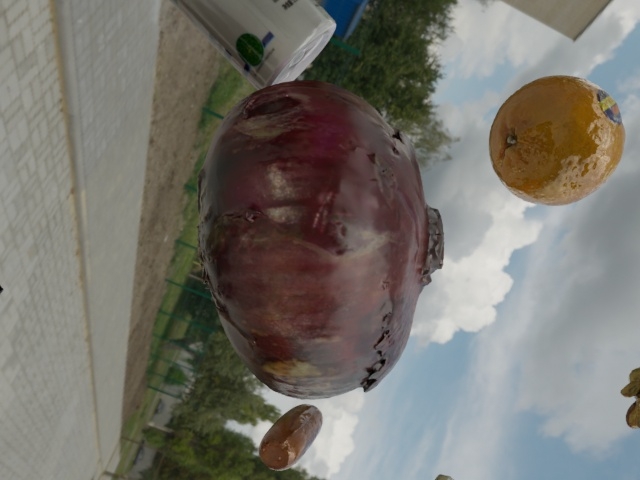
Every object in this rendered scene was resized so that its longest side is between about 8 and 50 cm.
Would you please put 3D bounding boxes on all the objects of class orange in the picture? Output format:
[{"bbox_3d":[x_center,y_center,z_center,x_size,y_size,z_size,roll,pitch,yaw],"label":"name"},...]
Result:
[{"bbox_3d":[0.396,-0.167,0.907,0.193,0.219,0.219,-32,167,-33],"label":"orange"}]

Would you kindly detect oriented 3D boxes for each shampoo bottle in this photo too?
[{"bbox_3d":[-0.123,-0.260,0.447,0.092,0.303,0.092,-45,-174,6],"label":"shampoo bottle"}]

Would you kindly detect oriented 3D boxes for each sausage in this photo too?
[{"bbox_3d":[-0.046,0.339,0.936,0.076,0.076,0.197,-65,165,6],"label":"sausage"}]

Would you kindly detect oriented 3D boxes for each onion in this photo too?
[{"bbox_3d":[0.000,0.000,0.420,0.246,0.190,0.246,-3,90,-83],"label":"onion"}]

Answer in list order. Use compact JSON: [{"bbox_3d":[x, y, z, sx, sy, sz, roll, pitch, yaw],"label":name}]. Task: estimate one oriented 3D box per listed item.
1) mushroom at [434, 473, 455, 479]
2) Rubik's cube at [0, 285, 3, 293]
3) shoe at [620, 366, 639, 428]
[{"bbox_3d":[0.187,0.482,0.902,0.054,0.059,0.201,30,-73,58],"label":"mushroom"},{"bbox_3d":[-0.400,0.062,0.404,0.167,0.180,0.183,-35,-166,33],"label":"Rubik's cube"},{"bbox_3d":[0.516,0.248,0.842,0.069,0.072,0.108,129,-32,-60],"label":"shoe"}]
